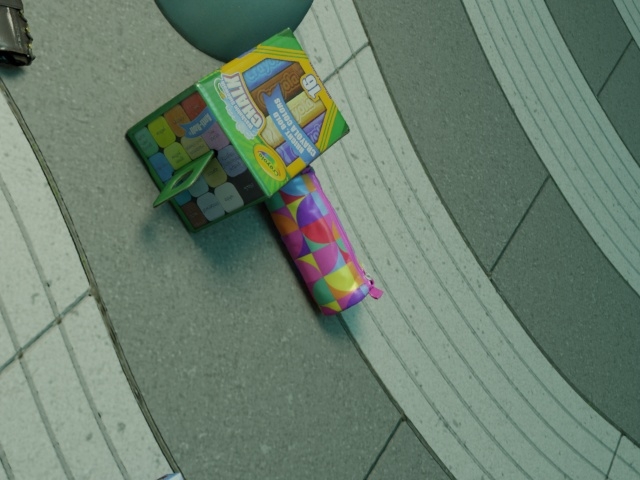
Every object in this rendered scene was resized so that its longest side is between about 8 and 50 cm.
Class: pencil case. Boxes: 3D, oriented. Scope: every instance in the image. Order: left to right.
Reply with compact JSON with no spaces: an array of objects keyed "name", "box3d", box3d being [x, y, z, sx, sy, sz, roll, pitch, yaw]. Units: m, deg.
[{"name":"pencil case","box3d":[0.000,0.000,1.370,0.104,0.104,0.236,-38,101,-46]}]

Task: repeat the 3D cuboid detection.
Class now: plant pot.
[{"name":"plant pot","box3d":[-0.103,-0.447,1.374,0.290,0.195,0.290,19,61,-39]}]

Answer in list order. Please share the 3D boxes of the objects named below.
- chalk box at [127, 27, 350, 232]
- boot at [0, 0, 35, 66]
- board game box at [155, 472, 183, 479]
[{"name":"chalk box","box3d":[-0.130,-0.141,1.238,0.179,0.180,0.289,58,43,-10]},{"name":"boot","box3d":[-0.400,-0.332,1.129,0.263,0.091,0.229,-12,88,-42]},{"name":"board game box","box3d":[-0.221,0.392,1.038,0.211,0.039,0.160,-23,91,-48]}]
